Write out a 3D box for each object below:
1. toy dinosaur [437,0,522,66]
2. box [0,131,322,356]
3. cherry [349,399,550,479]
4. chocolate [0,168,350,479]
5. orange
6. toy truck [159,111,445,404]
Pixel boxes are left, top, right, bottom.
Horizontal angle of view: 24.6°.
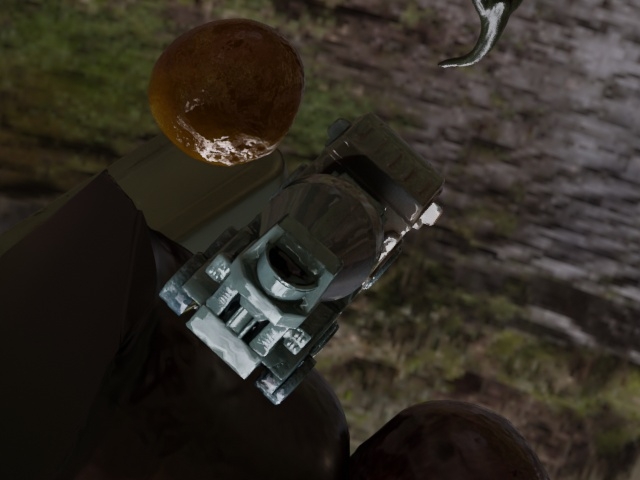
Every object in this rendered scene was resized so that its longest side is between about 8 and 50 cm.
[{"bbox_3d":[0.191,-0.310,1.731,0.087,0.187,0.179,-6,171,-13],"label":"toy dinosaur"},{"bbox_3d":[-0.183,0.066,1.756,0.352,0.343,0.177,-34,-127,-18],"label":"box"},{"bbox_3d":[0.123,0.280,1.398,0.203,0.230,0.300,32,-167,-45],"label":"cherry"},{"bbox_3d":[-0.140,0.182,1.312,0.331,0.383,0.383,26,-164,-29],"label":"chocolate"},{"bbox_3d":[-0.090,-0.144,1.454,0.159,0.159,0.136,-4,-108,-37],"label":"orange"},{"bbox_3d":[0.000,0.000,0.988,0.108,0.140,0.256,43,-143,1],"label":"toy truck"}]
